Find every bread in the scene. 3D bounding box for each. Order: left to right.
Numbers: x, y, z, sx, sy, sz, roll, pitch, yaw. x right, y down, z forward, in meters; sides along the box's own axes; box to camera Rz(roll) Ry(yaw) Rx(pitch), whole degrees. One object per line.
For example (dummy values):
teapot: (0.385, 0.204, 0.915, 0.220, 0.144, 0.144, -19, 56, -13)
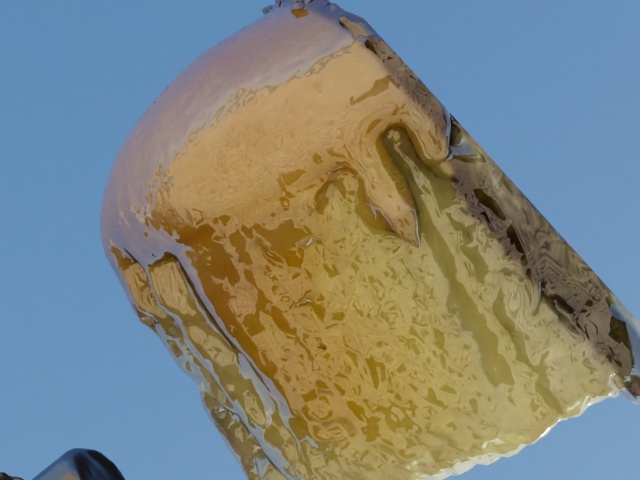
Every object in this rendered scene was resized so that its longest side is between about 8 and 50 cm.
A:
bread: (0.000, 0.000, 0.724, 0.163, 0.262, 0.204, -33, -83, -10)

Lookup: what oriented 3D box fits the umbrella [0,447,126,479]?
umbrella: (-0.184, 0.183, 0.719, 0.272, 0.110, 0.122, -39, -87, 10)
